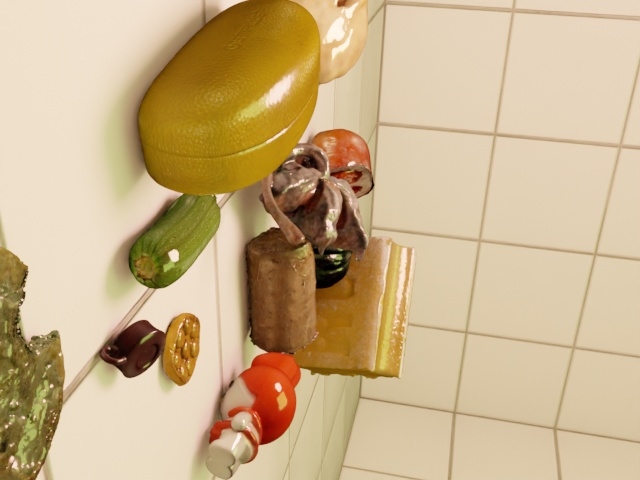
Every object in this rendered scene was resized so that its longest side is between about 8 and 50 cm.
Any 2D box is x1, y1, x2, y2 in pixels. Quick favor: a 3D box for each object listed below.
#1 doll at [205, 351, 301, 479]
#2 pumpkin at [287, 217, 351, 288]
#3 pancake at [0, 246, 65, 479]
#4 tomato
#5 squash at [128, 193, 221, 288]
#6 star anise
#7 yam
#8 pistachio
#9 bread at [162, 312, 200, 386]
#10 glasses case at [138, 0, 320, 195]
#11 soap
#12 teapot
[{"bbox_3d":[-0.108,0.296,1.290,0.290,0.129,0.161,-52,159,-52],"label":"doll"},{"bbox_3d":[0.000,0.000,1.634,0.220,0.161,0.221,12,90,-81],"label":"pumpkin"},{"bbox_3d":[-0.273,0.128,0.547,0.253,0.037,0.254,6,90,-79],"label":"pancake"},{"bbox_3d":[0.037,-0.194,1.771,0.214,0.180,0.155,92,-9,-69],"label":"tomato"},{"bbox_3d":[-0.177,-0.004,0.897,0.219,0.068,0.077,-67,156,-59],"label":"squash"},{"bbox_3d":[-0.008,-0.079,1.301,0.139,0.315,0.359,-51,-135,20],"label":"star anise"},{"bbox_3d":[-0.074,0.090,1.360,0.129,0.128,0.238,-40,139,-43],"label":"yam"},{"bbox_3d":[-0.010,-0.390,1.280,0.193,0.213,0.318,48,23,-19],"label":"pistachio"},{"bbox_3d":[-0.196,0.154,1.024,0.110,0.024,0.110,6,90,-81],"label":"bread"},{"bbox_3d":[-0.094,-0.205,0.918,0.371,0.173,0.141,-70,167,-51],"label":"glasses case"},{"bbox_3d":[0.073,0.168,1.756,0.156,0.293,0.335,22,73,-41],"label":"soap"},{"bbox_3d":[-0.218,0.123,0.831,0.100,0.045,0.068,-8,128,-62],"label":"teapot"}]
